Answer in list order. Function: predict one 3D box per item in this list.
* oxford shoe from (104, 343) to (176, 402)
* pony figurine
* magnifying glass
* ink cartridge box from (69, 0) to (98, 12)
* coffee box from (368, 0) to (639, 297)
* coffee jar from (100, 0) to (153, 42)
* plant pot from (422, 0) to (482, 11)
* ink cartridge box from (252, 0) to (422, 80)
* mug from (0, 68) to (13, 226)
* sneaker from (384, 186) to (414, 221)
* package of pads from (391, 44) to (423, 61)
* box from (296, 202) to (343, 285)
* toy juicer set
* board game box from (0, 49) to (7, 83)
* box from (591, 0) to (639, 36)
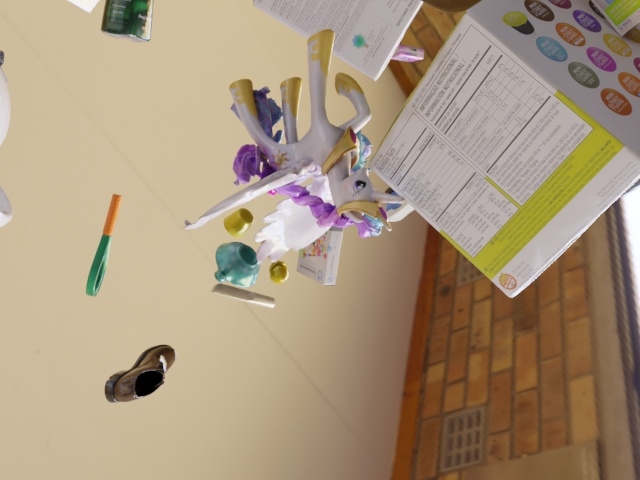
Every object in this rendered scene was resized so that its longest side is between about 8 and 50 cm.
[{"bbox_3d":[-0.381,0.304,1.746,0.227,0.096,0.083,-44,-53,-61],"label":"oxford shoe"},{"bbox_3d":[-0.045,-0.132,1.357,0.303,0.351,0.363,16,-126,-58],"label":"pony figurine"},{"bbox_3d":[-0.471,0.011,1.685,0.092,0.026,0.231,-132,56,-84],"label":"magnifying glass"},{"bbox_3d":[-0.652,-0.680,2.024,0.109,0.063,0.150,23,-153,-47],"label":"ink cartridge box"},{"bbox_3d":[0.348,-0.188,1.248,0.334,0.338,0.337,43,-132,10],"label":"coffee box"},{"bbox_3d":[-0.346,-0.463,1.415,0.096,0.079,0.184,-26,-54,-75],"label":"coffee jar"},{"bbox_3d":[0.227,-0.483,1.215,0.263,0.263,0.229,47,-139,-26],"label":"plant pot"},{"bbox_3d":[0.033,-0.585,1.738,0.395,0.270,0.151,31,-160,-3],"label":"ink cartridge box"},{"bbox_3d":[-0.615,-0.181,1.230,0.374,0.276,0.328,59,170,-4],"label":"mug"},{"bbox_3d":[0.200,-0.109,1.763,0.058,0.152,0.085,6,-114,-34],"label":"sneaker"},{"bbox_3d":[0.219,-0.480,1.978,0.083,0.050,0.032,-1,-87,-34],"label":"package of pads"},{"bbox_3d":[0.000,0.000,1.829,0.038,0.145,0.186,2,-79,-29],"label":"box"},{"bbox_3d":[-0.186,0.080,2.025,0.209,0.089,0.329,35,-143,-23],"label":"toy juicer set"},{"bbox_3d":[-0.739,-0.368,1.611,0.194,0.194,0.060,15,-116,-37],"label":"board game box"},{"bbox_3d":[0.444,-0.427,1.137,0.103,0.114,0.203,-38,-92,-23],"label":"box"}]
